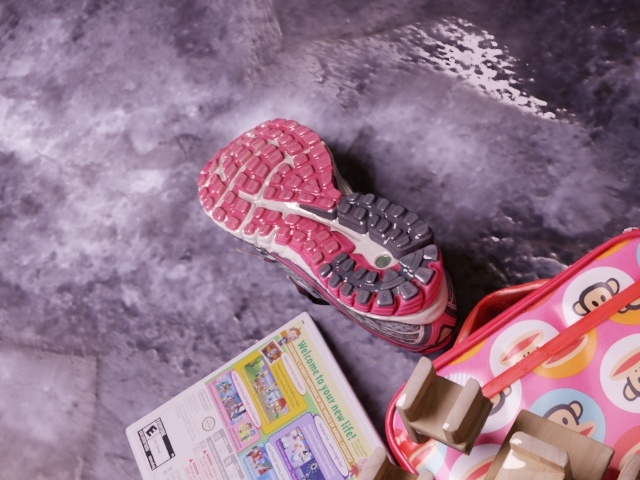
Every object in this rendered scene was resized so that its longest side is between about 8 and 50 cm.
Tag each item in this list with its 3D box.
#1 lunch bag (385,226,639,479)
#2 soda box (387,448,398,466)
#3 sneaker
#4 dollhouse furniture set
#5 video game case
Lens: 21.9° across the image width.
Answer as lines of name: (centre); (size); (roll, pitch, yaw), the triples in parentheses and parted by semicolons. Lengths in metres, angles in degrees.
lunch bag: (0.208, 0.134, 1.304); (0.293, 0.120, 0.258); (-35, 58, 3)
soda box: (0.063, 0.253, 1.326); (0.063, 0.058, 0.183); (-29, 63, 4)
sneaker: (0.000, 0.000, 1.433); (0.121, 0.112, 0.299); (-41, 49, -9)
dollhouse furniture set: (0.125, 0.246, 1.174); (0.212, 0.161, 0.242); (23, 70, 22)
video game case: (-0.054, 0.175, 1.370); (0.193, 0.023, 0.212); (-33, 38, 2)
